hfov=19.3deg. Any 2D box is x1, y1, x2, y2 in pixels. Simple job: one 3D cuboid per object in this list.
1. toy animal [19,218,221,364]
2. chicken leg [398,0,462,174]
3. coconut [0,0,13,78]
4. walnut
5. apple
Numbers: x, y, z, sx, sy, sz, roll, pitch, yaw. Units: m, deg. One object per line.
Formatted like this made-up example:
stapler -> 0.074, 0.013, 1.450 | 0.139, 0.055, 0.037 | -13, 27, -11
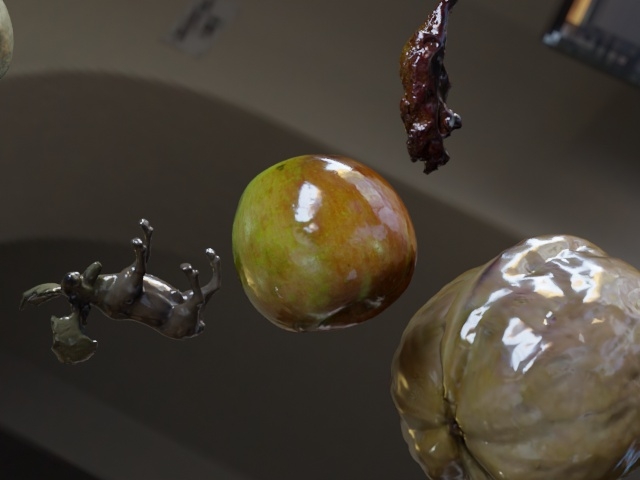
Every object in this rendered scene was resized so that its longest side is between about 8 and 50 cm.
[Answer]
toy animal -> -0.239, 0.070, 2.243 | 0.186, 0.214, 0.094 | -60, 12, 26
chicken leg -> 0.121, -0.181, 2.079 | 0.089, 0.048, 0.219 | -10, -78, -46
coconut -> -0.476, -0.230, 2.215 | 0.224, 0.224, 0.224 | -56, -16, -25
walnut -> 0.254, 0.145, 2.110 | 0.344, 0.306, 0.306 | -34, -29, -36
apple -> 0.000, 0.000, 1.952 | 0.196, 0.196, 0.196 | -56, -16, -25
